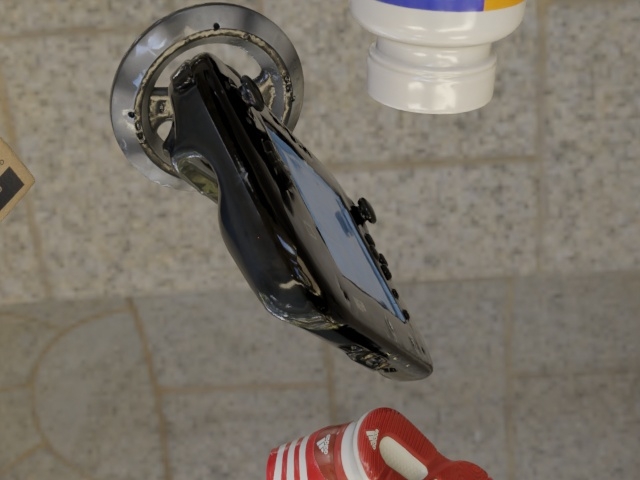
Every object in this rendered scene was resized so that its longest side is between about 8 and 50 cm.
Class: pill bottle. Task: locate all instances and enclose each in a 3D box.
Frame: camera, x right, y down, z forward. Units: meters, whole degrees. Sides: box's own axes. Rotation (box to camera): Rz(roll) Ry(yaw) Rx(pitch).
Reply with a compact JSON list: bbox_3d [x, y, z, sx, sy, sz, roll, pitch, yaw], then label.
[{"bbox_3d":[0.101,-0.251,1.107,0.152,0.152,0.272,-85,-3,-65],"label":"pill bottle"}]

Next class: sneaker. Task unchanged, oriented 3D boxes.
[{"bbox_3d":[0.045,0.193,0.936,0.221,0.128,0.087,51,-138,-32],"label":"sneaker"}]

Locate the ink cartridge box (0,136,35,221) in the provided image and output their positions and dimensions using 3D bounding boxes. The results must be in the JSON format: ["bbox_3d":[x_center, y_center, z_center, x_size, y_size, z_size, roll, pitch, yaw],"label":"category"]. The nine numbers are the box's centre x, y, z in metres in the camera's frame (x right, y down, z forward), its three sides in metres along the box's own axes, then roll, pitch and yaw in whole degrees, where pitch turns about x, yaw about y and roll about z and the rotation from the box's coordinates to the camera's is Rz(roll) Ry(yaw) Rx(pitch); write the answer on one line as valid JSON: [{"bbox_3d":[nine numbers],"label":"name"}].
[{"bbox_3d":[-0.342,-0.034,0.897,0.193,0.234,0.088,-52,-33,-15],"label":"ink cartridge box"}]

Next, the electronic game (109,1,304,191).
[{"bbox_3d":[-0.127,-0.160,1.516,0.048,0.229,0.229,-128,27,-54],"label":"electronic game"}]

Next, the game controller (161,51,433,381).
[{"bbox_3d":[0.000,0.000,0.805,0.166,0.067,0.319,54,-175,19],"label":"game controller"}]
